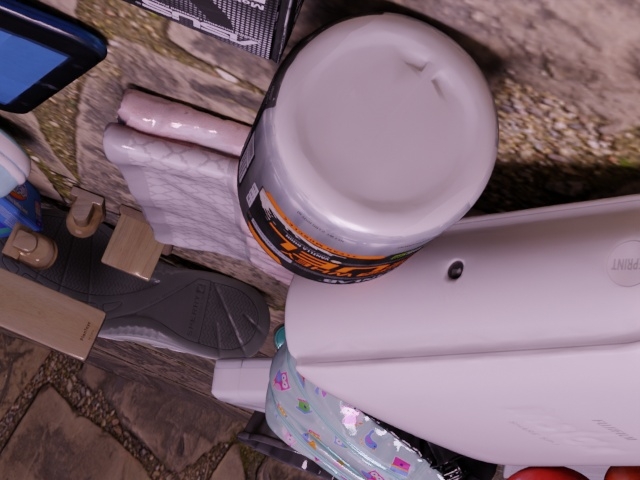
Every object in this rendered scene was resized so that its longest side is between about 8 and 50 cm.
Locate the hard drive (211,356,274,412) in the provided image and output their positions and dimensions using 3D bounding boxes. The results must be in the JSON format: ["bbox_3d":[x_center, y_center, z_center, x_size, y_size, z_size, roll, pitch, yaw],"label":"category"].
[{"bbox_3d":[0.108,0.147,1.404,0.353,0.047,0.233,-3,163,39],"label":"hard drive"}]

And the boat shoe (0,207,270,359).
[{"bbox_3d":[-0.213,0.053,1.620,0.320,0.118,0.103,17,167,-17],"label":"boat shoe"}]

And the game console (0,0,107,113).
[{"bbox_3d":[-0.318,-0.097,1.026,0.173,0.250,0.293,51,160,-11],"label":"game console"}]

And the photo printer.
[{"bbox_3d":[0.172,0.065,0.926,0.307,0.107,0.256,-7,154,40],"label":"photo printer"}]

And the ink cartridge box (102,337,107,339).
[{"bbox_3d":[-0.271,0.039,1.679,0.135,0.099,0.056,25,167,-21],"label":"ink cartridge box"}]

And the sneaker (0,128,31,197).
[{"bbox_3d":[-0.421,-0.049,1.286,0.319,0.208,0.127,21,167,-1],"label":"sneaker"}]

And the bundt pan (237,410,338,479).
[{"bbox_3d":[0.057,0.273,2.100,0.331,0.124,0.331,20,167,5],"label":"bundt pan"}]

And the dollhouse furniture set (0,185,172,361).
[{"bbox_3d":[-0.239,0.038,1.500,0.144,0.151,0.123,23,168,-3],"label":"dollhouse furniture set"}]

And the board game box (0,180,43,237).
[{"bbox_3d":[-0.397,-0.034,1.484,0.210,0.047,0.160,-10,162,6],"label":"board game box"}]

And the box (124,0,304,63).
[{"bbox_3d":[-0.093,-0.155,0.666,0.190,0.045,0.184,22,166,-2],"label":"box"}]

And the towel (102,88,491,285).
[{"bbox_3d":[0.000,0.000,1.174,0.317,0.053,0.332,20,169,4],"label":"towel"}]

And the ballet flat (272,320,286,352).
[{"bbox_3d":[0.019,0.137,1.735,0.168,0.057,0.052,23,178,-7],"label":"ballet flat"}]

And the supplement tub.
[{"bbox_3d":[0.018,-0.040,0.811,0.117,0.117,0.190,22,168,-4],"label":"supplement tub"}]

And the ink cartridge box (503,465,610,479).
[{"bbox_3d":[0.264,0.199,1.570,0.145,0.045,0.179,3,148,3],"label":"ink cartridge box"}]

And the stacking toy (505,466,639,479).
[{"bbox_3d":[0.281,0.188,1.063,0.330,0.141,0.141,-3,165,5],"label":"stacking toy"}]

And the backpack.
[{"bbox_3d":[0.049,0.124,1.147,0.182,0.152,0.115,33,124,2],"label":"backpack"}]
